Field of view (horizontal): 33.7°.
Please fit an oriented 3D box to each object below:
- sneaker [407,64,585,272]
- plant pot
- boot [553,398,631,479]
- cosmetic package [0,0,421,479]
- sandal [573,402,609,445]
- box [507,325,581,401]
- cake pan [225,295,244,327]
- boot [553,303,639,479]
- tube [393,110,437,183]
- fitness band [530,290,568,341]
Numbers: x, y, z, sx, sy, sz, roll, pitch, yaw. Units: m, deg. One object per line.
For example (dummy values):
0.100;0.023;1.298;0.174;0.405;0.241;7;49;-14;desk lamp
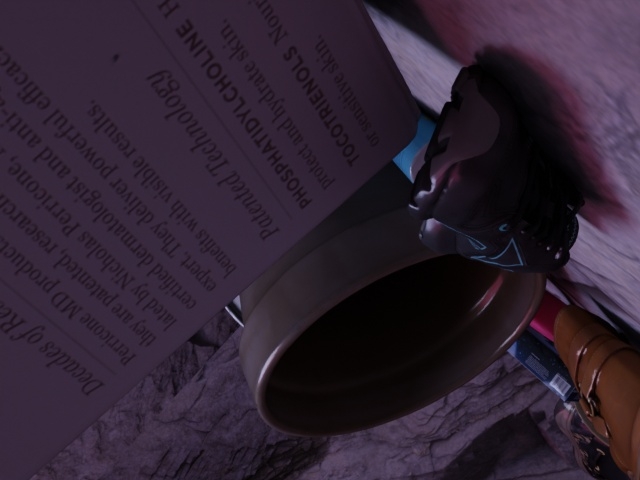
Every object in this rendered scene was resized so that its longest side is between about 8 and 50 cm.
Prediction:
0.121;-0.037;0.677;0.106;0.101;0.267;22;176;11;sneaker
0.032;0.005;1.125;0.323;0.323;0.280;42;-162;-57;plant pot
0.552;0.390;1.726;0.284;0.138;0.377;43;175;44;boot
-0.222;-0.111;0.648;0.329;0.393;0.327;44;174;40;cosmetic package
0.464;0.285;1.548;0.240;0.088;0.079;38;173;16;sandal
0.308;0.140;1.503;0.233;0.044;0.159;43;-162;34;box
0.000;0.000;1.302;0.293;0.293;0.054;43;149;0;cake pan
0.303;0.136;1.013;0.283;0.109;0.220;56;-173;-51;boot
0.055;-0.118;0.959;0.080;0.052;0.207;49;-179;-43;tube
0.223;0.040;1.347;0.209;0.054;0.291;42;-178;-15;fitness band
